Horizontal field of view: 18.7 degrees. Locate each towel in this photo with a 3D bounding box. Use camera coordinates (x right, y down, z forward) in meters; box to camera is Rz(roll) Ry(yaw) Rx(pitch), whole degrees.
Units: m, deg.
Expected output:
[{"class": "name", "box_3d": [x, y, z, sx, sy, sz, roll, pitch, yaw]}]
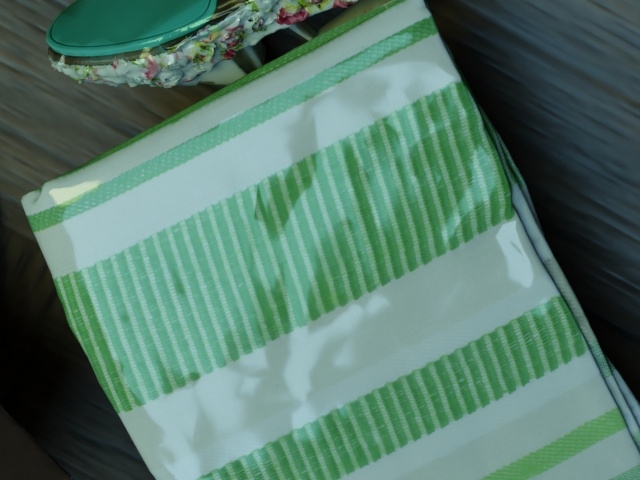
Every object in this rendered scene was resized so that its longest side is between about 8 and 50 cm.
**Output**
[{"class": "towel", "box_3d": [0.020, 0.065, 1.008, 0.248, 0.038, 0.325, -27, 104, 5]}]

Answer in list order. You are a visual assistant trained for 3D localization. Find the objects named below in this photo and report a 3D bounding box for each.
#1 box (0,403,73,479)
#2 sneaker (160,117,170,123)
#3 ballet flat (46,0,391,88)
[{"class": "box", "box_3d": [-0.333, 0.076, 1.059, 0.381, 0.143, 0.191, 44, 138, 5]}, {"class": "sneaker", "box_3d": [0.000, 0.000, 1.048, 0.235, 0.094, 0.153, 20, 124, 15]}, {"class": "ballet flat", "box_3d": [-0.030, -0.123, 1.016, 0.241, 0.091, 0.077, -21, 128, 23]}]
